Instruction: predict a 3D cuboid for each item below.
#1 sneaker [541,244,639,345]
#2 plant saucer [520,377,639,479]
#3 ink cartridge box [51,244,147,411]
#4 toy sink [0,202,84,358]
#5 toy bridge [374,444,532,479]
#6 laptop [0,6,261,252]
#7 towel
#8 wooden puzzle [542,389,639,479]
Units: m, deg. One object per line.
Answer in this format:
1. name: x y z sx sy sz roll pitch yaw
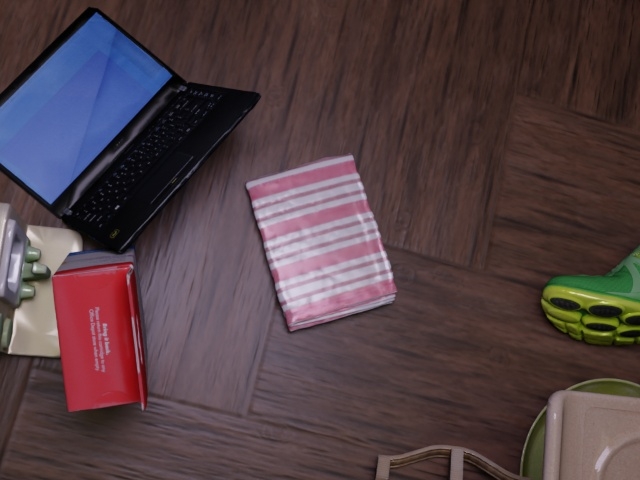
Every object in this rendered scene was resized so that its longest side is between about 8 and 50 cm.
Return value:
1. sneaker: 0.414 0.058 1.044 0.295 0.109 0.124 -3 56 -9
2. plant saucer: 0.350 0.291 1.006 0.240 0.037 0.241 2 78 -10
3. ink cartridge box: -0.219 0.085 0.834 0.077 0.231 0.134 -7 97 -11
4. toy sink: -0.385 0.039 0.879 0.234 0.131 0.153 7 78 -9
5. toy bridge: 0.159 0.272 0.964 0.188 0.026 0.063 7 41 5
6. laptop: -0.243 -0.139 0.937 0.234 0.264 0.136 -51 127 -14
7. towel: 0.000 0.000 1.010 0.144 0.029 0.197 -15 79 -12
8. wooden puzzle: 0.363 0.326 0.822 0.347 0.080 0.322 8 81 -11
